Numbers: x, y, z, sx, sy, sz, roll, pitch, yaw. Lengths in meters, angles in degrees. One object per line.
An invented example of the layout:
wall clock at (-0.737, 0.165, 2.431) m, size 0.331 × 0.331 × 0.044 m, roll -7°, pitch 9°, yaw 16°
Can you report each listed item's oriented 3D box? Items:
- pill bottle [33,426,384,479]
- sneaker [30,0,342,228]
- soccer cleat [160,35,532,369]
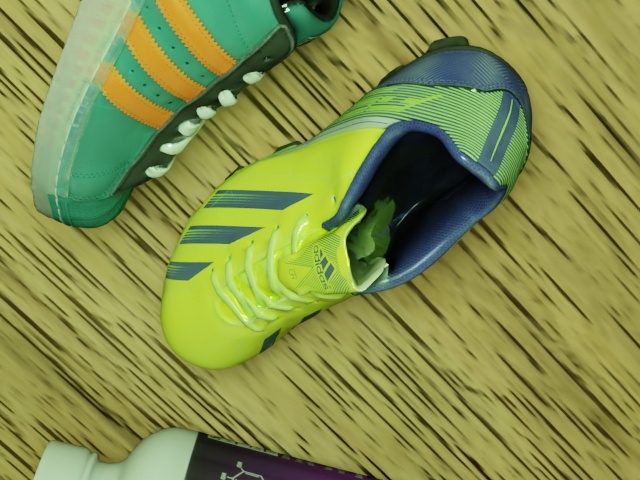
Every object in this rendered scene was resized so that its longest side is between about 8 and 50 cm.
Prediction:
pill bottle at (-0.031, 0.226, 1.233) m, size 0.323 × 0.181 × 0.181 m, roll 14°, pitch 131°, yaw -2°
sneaker at (-0.061, -0.108, 1.006) m, size 0.121 × 0.108 × 0.302 m, roll 24°, pitch 129°, yaw -4°
soccer cleat at (-0.001, -0.001, 1.075) m, size 0.093 × 0.121 × 0.289 m, roll 38°, pitch 127°, yaw -20°
